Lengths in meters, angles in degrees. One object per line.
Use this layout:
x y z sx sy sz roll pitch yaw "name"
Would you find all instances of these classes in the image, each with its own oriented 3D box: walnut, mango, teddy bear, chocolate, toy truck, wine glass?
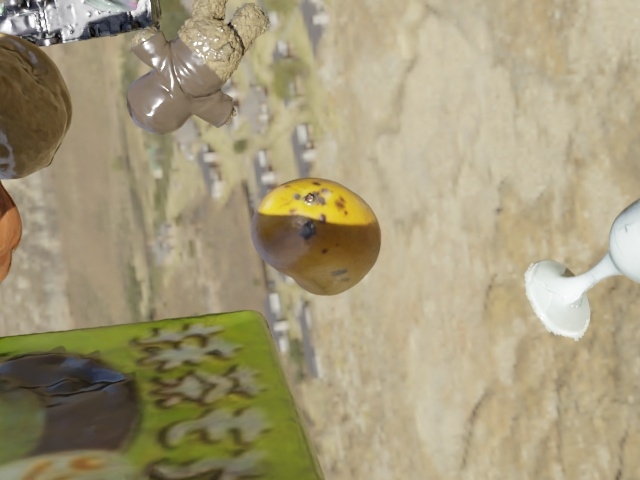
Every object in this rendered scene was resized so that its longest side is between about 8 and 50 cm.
-0.339 -0.143 1.247 0.166 0.149 0.166 49 -176 -4 "walnut"
0.002 -0.002 1.178 0.178 0.115 0.090 43 -150 -54 "mango"
-0.107 -0.162 1.069 0.160 0.119 0.078 -55 28 -7 "teddy bear"
-0.134 0.154 0.675 0.301 0.289 0.137 -120 26 -69 "chocolate"
-0.370 -0.342 1.812 0.121 0.259 0.088 -65 -33 -76 "toy truck"
0.455 0.026 1.759 0.321 0.143 0.143 -37 58 42 "wine glass"

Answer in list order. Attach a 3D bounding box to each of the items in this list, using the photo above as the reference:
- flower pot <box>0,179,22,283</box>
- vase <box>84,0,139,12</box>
-0.323 0.008 0.877 0.190 0.173 0.190 47 -151 -36 "flower pot"
-0.185 -0.329 1.158 0.086 0.086 0.214 144 137 -73 "vase"
